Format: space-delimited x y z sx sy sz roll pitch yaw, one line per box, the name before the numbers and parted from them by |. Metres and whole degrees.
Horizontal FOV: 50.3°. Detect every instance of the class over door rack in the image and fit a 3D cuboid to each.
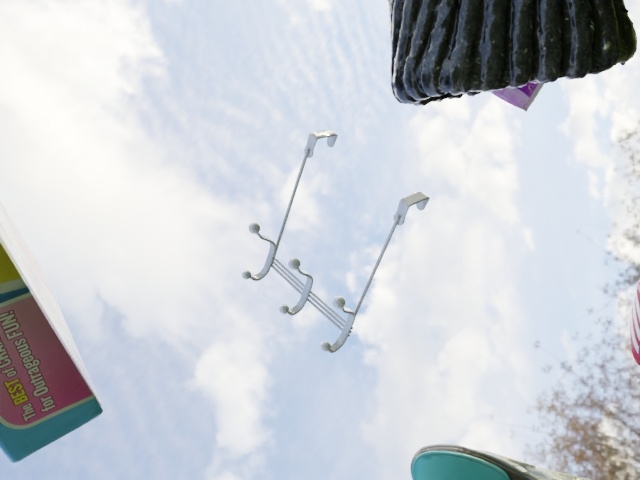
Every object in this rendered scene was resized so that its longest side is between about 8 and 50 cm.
over door rack | 0.000 0.000 1.169 0.108 0.239 0.324 -5 -51 -53

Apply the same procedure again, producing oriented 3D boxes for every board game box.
board game box | -0.264 -0.042 0.449 0.064 0.242 0.317 -29 -58 -19

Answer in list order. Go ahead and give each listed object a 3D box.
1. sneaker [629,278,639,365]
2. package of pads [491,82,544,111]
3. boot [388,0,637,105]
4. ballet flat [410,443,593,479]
sneaker | 0.419 0.116 0.735 0.221 0.086 0.128 -105 14 -55
package of pads | 0.207 -0.176 0.680 0.083 0.050 0.032 -60 -14 17
boot | 0.178 -0.239 0.425 0.131 0.347 0.260 -12 -88 -47
ballet flat | 0.188 0.237 0.625 0.068 0.213 0.072 7 -88 -60
